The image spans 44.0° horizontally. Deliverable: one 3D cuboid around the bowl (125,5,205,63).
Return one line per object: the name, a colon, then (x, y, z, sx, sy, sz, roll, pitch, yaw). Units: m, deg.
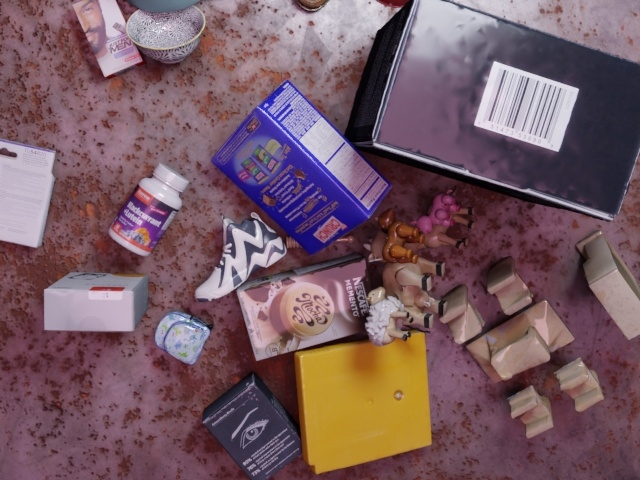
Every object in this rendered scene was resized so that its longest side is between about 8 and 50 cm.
bowl: (-0.330, -0.438, 1.720, 0.170, 0.170, 0.080, -6, 141, -4)

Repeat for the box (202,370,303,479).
box: (-0.151, 0.435, 1.839, 0.153, 0.108, 0.207, -37, 98, 0)

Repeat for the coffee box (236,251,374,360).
coffee box: (-0.026, 0.147, 1.809, 0.297, 0.119, 0.168, -15, 97, -3)

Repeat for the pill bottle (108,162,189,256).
pill bottle: (-0.377, -0.071, 1.759, 0.108, 0.108, 0.193, 33, 93, -8)

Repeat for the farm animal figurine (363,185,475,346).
farm animal figurine: (0.193, 0.046, 1.750, 0.172, 0.330, 0.326, 11, 103, 34)

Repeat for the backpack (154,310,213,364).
backpack: (-0.319, 0.218, 1.811, 0.114, 0.084, 0.105, 28, 91, -5)

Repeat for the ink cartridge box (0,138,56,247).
ink cartridge box: (-0.713, -0.114, 1.757, 0.224, 0.045, 0.223, 13, 95, -7)

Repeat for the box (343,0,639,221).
box: (0.331, -0.259, 1.614, 0.480, 0.472, 0.297, 16, 94, -6)

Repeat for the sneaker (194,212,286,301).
sneaker: (-0.210, 0.025, 1.793, 0.235, 0.094, 0.153, -32, 97, -1)

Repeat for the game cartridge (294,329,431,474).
game cartridge: (0.102, 0.369, 1.832, 0.324, 0.053, 0.285, -7, 97, -22)

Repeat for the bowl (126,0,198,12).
bowl: (-0.349, -0.642, 1.625, 0.312, 0.163, 0.311, 1, 93, 11)

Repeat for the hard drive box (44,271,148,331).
hard drive box: (-0.477, 0.130, 1.712, 0.181, 0.232, 0.089, 1, 97, -6)

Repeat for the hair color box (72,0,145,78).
hair color box: (-0.462, -0.451, 1.735, 0.093, 0.053, 0.167, -24, 97, -1)

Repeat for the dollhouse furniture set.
dollhouse furniture set: (0.539, 0.180, 1.850, 0.394, 0.256, 0.362, -35, 98, 21)

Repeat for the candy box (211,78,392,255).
candy box: (-0.044, -0.144, 1.693, 0.317, 0.268, 0.122, 45, 57, -7)

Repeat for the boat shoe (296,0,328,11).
boat shoe: (0.027, -0.653, 1.726, 0.111, 0.104, 0.307, 24, 94, -7)

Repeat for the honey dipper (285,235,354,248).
honey dipper: (0.000, 0.000, 1.840, 0.161, 0.030, 0.030, -3, 97, -6)

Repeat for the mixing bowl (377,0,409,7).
mixing bowl: (0.179, -0.616, 1.748, 0.182, 0.098, 0.181, 0, 96, -4)
